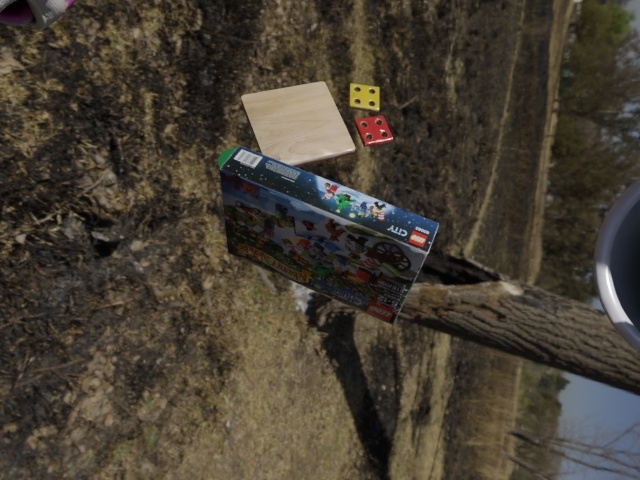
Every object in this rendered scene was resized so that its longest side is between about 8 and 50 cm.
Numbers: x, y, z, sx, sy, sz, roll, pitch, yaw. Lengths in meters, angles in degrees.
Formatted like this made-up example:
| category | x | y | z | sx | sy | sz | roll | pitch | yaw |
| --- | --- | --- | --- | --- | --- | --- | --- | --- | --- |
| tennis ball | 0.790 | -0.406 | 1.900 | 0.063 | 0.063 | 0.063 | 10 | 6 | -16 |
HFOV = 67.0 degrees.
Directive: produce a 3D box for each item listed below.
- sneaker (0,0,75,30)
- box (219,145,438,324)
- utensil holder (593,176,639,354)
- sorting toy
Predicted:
| category | x | y | z | sx | sy | sz | roll | pitch | yaw |
| --- | --- | --- | --- | --- | --- | --- | --- | --- | --- |
| sneaker | -0.243 | -0.235 | 0.392 | 0.111 | 0.103 | 0.252 | -58 | -164 | 14 |
| box | 0.000 | 0.000 | 0.561 | 0.159 | 0.233 | 0.044 | 99 | 17 | -53 |
| utensil holder | 0.650 | 0.055 | 0.734 | 0.386 | 0.328 | 0.327 | 11 | 89 | -45 |
| sorting toy | -0.027 | -0.164 | 0.719 | 0.046 | 0.275 | 0.132 | 108 | -37 | -63 |
